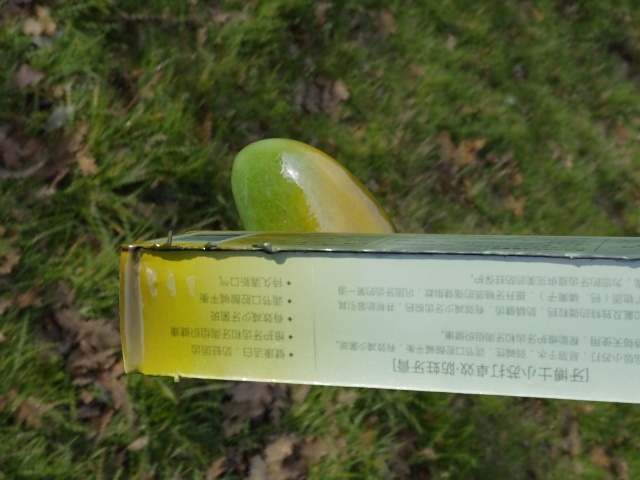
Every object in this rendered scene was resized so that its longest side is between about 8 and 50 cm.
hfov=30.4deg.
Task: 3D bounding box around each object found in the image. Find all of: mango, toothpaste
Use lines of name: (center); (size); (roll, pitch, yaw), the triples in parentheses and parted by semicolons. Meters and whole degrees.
mango: (0.000, 0.000, 1.211); (0.114, 0.156, 0.251); (-13, 72, -48)
toothpaste: (0.069, 0.029, 0.513); (0.089, 0.312, 0.071); (-12, 102, -69)
